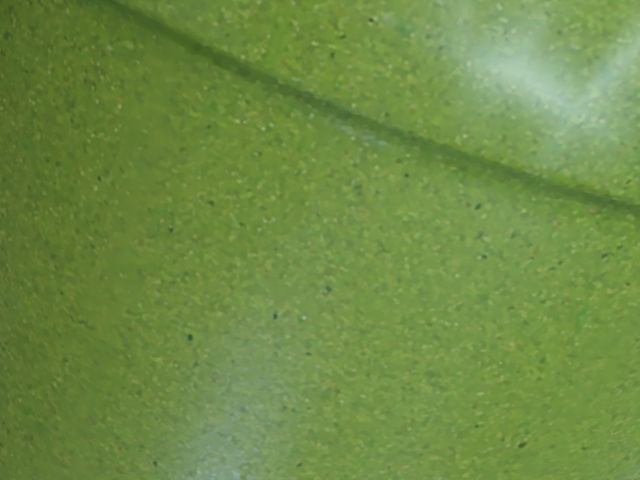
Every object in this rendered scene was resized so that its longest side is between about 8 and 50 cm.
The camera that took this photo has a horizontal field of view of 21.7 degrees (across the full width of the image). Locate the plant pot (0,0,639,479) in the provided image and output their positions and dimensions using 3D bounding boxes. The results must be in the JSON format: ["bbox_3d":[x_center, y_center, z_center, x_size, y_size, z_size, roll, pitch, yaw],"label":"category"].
[{"bbox_3d":[0.000,0.000,0.568,0.366,0.366,0.353,27,114,12],"label":"plant pot"}]
